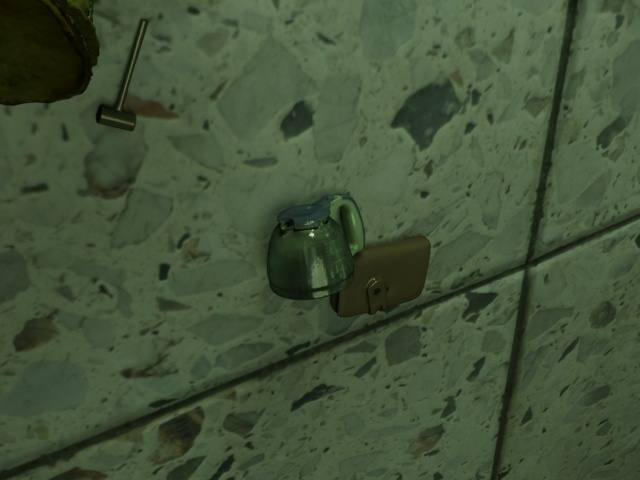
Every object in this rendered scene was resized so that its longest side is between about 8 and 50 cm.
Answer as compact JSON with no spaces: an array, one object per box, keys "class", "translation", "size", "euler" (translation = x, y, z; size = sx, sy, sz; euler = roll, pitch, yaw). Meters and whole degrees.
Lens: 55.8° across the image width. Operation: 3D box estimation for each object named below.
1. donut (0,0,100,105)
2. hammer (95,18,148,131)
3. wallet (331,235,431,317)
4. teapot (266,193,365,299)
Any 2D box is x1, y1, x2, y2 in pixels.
[{"class":"donut","translation":[-0.277,-0.189,0.395],"size":[0.272,0.272,0.107],"euler":[20,70,-38]},{"class":"hammer","translation":[-0.189,-0.163,0.596],"size":[0.035,0.019,0.110],"euler":[11,111,-35]},{"class":"wallet","translation":[0.091,0.055,0.896],"size":[0.152,0.039,0.118],"euler":[-12,125,-24]},{"class":"teapot","translation":[0.002,0.004,0.763],"size":[0.149,0.111,0.108],"euler":[-13,114,-15]}]
